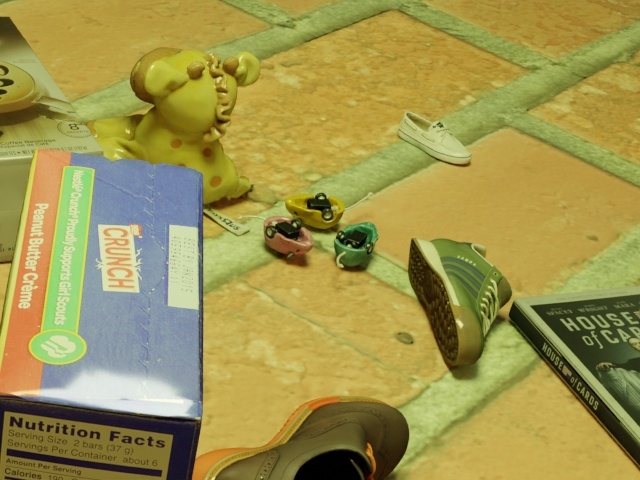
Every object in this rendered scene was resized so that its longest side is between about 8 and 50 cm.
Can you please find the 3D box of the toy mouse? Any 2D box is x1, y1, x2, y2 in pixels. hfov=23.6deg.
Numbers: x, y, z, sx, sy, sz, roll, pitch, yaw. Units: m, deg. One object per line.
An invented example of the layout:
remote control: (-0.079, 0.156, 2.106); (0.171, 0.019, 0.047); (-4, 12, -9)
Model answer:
toy mouse: (0.000, 0.000, 1.542); (0.161, 0.031, 0.143); (-1, 32, -21)

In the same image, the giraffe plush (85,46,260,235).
giraffe plush: (-0.149, -0.120, 1.550); (0.210, 0.170, 0.181); (20, 31, 13)

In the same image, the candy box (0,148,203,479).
candy box: (-0.147, 0.145, 0.960); (0.122, 0.317, 0.268); (8, 30, -8)

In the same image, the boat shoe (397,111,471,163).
boat shoe: (0.135, -0.122, 1.792); (0.100, 0.035, 0.035); (31, 35, 29)

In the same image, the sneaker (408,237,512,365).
sneaker: (0.146, 0.052, 1.472); (0.086, 0.064, 0.192); (-1, 29, -12)

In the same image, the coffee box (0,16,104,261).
coffee box: (-0.345, -0.106, 1.507); (0.168, 0.119, 0.297); (-7, 35, -28)

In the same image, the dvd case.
dvd case: (0.312, 0.123, 1.451); (0.179, 0.029, 0.238); (-4, 35, -26)

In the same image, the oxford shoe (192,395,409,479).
oxford shoe: (0.009, 0.178, 1.138); (0.098, 0.097, 0.271); (-2, 9, 32)
